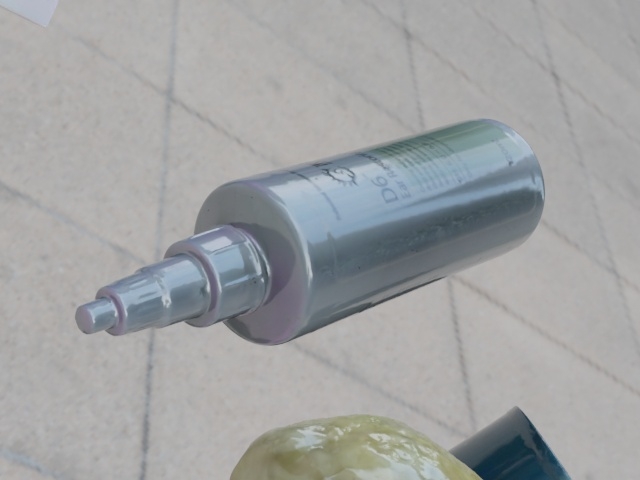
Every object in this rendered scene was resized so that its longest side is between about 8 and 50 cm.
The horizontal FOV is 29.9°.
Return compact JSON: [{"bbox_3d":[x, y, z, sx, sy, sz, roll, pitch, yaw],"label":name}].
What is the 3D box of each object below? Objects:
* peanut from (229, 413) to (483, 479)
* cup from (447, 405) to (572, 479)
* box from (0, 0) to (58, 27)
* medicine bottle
[{"bbox_3d":[0.049,0.178,0.657,0.224,0.129,0.129,41,30,-4],"label":"peanut"},{"bbox_3d":[0.112,0.313,1.119,0.242,0.292,0.308,57,0,-39],"label":"cup"},{"bbox_3d":[-0.141,-0.172,0.502,0.130,0.129,0.051,28,4,40],"label":"box"},{"bbox_3d":[0.000,0.000,0.411,0.199,0.057,0.057,-18,70,-43],"label":"medicine bottle"}]
